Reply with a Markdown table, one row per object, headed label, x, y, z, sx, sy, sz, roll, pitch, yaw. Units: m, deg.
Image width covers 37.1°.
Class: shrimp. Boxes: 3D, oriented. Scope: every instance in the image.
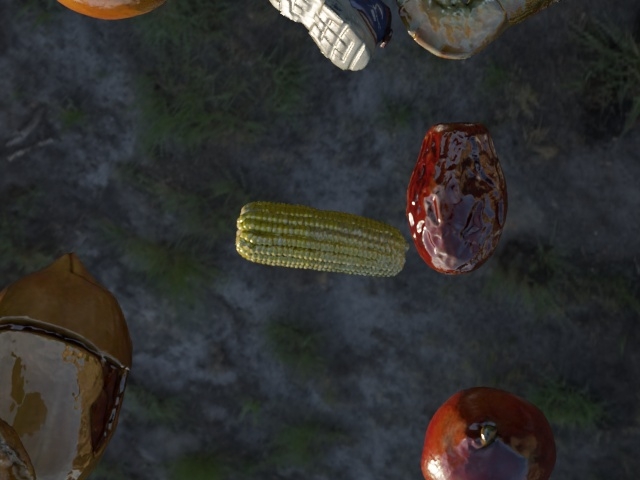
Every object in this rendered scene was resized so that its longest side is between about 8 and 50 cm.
| label | x | y | z | sx | sy | sz | roll | pitch | yaw |
| --- | --- | --- | --- | --- | --- | --- | --- | --- | --- |
| shrimp | 0.230 | -0.361 | 1.288 | 0.169 | 0.296 | 0.058 | 59 | 166 | -1 |

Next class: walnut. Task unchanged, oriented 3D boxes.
| label | x | y | z | sx | sy | sz | roll | pitch | yaw |
| --- | --- | --- | --- | --- | --- | --- | --- | --- | --- |
| walnut | -0.336 | 0.160 | 1.164 | 0.203 | 0.298 | 0.203 | 4 | 172 | 1 |

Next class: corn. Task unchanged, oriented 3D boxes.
| label | x | y | z | sx | sy | sz | roll | pitch | yaw |
| --- | --- | --- | --- | --- | --- | --- | --- | --- | --- |
| corn | 0.000 | 0.000 | 0.928 | 0.165 | 0.063 | 0.085 | 8 | 173 | -7 |

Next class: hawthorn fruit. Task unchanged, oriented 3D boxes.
| label | x | y | z | sx | sy | sz | roll | pitch | yaw |
| --- | --- | --- | --- | --- | --- | --- | --- | --- | --- |
| hawthorn fruit | 0.203 | 0.251 | 1.155 | 0.169 | 0.169 | 0.188 | 7 | 146 | 14 |

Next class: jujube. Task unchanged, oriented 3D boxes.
| label | x | y | z | sx | sy | sz | roll | pitch | yaw |
| --- | --- | --- | --- | --- | --- | --- | --- | --- | --- |
| jujube | 0.260 | -0.082 | 1.831 | 0.197 | 0.197 | 0.290 | 2 | 97 | 18 |

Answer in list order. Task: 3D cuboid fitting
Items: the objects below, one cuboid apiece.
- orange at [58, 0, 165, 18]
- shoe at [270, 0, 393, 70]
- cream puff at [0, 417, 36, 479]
| label | x | y | z | sx | sy | sz | roll | pitch | yaw |
| --- | --- | --- | --- | --- | --- | --- | --- | --- | --- |
| orange | -0.272 | -0.420 | 1.242 | 0.261 | 0.261 | 0.261 | 10 | 132 | 12 |
| shoe | 0.019 | -0.338 | 1.278 | 0.227 | 0.125 | 0.099 | 50 | 154 | 9 |
| cream puff | -0.364 | 0.238 | 0.869 | 0.183 | 0.183 | 0.169 | 41 | 151 | -16 |
